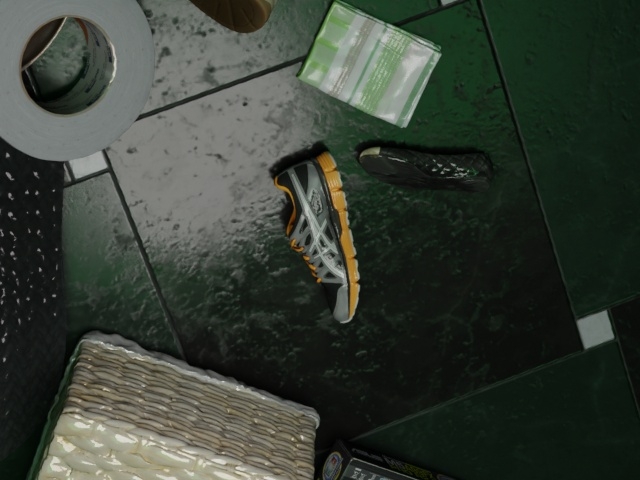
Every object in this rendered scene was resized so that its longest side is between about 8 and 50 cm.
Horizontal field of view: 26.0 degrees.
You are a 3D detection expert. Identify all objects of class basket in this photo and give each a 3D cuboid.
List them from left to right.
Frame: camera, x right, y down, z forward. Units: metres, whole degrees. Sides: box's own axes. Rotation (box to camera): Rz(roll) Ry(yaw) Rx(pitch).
[{"bbox_3d":[-0.201,0.333,1.665,0.331,0.266,0.328,21,101,-5],"label":"basket"}]

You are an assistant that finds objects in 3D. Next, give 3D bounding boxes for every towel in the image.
[{"bbox_3d":[0.062,-0.216,1.701,0.152,0.023,0.113,23,99,-14],"label":"towel"}]

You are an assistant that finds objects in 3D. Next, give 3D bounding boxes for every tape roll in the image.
[{"bbox_3d":[-0.298,-0.203,1.565,0.219,0.072,0.219,-14,115,-32],"label":"tape roll"}]

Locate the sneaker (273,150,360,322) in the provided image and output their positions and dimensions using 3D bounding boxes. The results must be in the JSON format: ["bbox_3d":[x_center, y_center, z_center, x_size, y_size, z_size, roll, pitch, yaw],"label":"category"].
[{"bbox_3d":[0.000,0.000,1.722,0.083,0.084,0.215,-13,97,-2],"label":"sneaker"}]

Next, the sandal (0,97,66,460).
[{"bbox_3d":[-0.388,0.049,1.658,0.167,0.107,0.446,8,89,-36],"label":"sandal"}]

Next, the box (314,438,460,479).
[{"bbox_3d":[0.091,0.399,1.819,0.270,0.060,0.216,22,101,-26],"label":"box"}]

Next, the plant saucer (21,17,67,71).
[{"bbox_3d":[-0.432,-0.325,1.583,0.310,0.050,0.311,-2,106,-8],"label":"plant saucer"}]

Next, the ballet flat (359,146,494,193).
[{"bbox_3d":[0.132,-0.093,1.740,0.173,0.049,0.057,8,146,-10],"label":"ballet flat"}]

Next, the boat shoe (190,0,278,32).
[{"bbox_3d":[-0.166,-0.368,1.595,0.302,0.109,0.098,37,57,-15],"label":"boat shoe"}]
